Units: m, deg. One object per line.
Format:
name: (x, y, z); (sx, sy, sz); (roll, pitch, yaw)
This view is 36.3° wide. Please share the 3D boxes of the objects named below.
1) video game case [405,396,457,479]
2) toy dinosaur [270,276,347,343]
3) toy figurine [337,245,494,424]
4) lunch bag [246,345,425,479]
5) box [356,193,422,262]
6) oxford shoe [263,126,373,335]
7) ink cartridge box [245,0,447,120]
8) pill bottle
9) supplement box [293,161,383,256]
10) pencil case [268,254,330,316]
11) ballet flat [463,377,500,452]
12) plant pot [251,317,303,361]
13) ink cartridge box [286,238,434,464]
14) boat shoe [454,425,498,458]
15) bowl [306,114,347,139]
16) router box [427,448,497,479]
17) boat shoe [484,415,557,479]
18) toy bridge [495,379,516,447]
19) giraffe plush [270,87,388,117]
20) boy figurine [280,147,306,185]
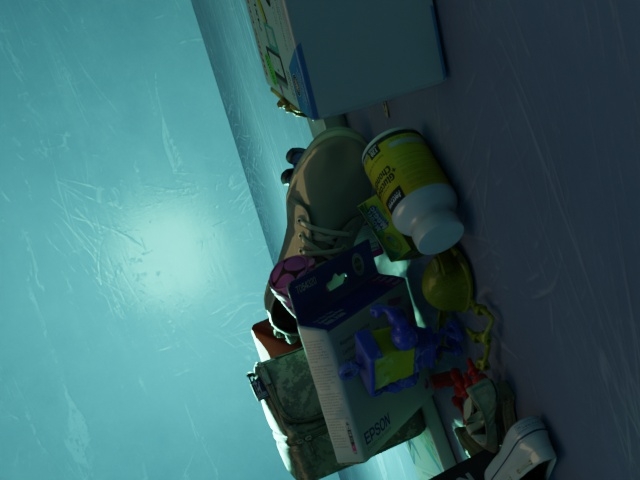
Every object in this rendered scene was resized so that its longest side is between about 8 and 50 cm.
video game case: (0.206, 0.380, 2.123); (0.300, 0.036, 0.329); (137, 114, -79)
toy dinosaur: (-0.006, 0.102, 2.186); (0.218, 0.164, 0.322); (36, 133, 26)
toy figurine: (0.137, 0.189, 1.571); (0.362, 0.217, 0.191); (86, 168, -50)
lunch bag: (0.028, 0.324, 2.001); (0.212, 0.305, 0.256); (143, 106, -79)
box: (0.120, -0.021, 1.535); (0.105, 0.043, 0.179); (59, -158, 10)
oxford shoe: (0.000, 0.000, 1.855); (0.130, 0.169, 0.449); (-101, 27, -60)
ink cartridge box: (0.022, -0.311, 1.361); (0.270, 0.197, 0.198); (-130, 24, -65)
pill bottle: (0.140, -0.072, 1.445); (0.103, 0.103, 0.184); (85, 163, -55)
supplement box: (0.036, -0.064, 1.998); (0.111, 0.114, 0.220); (-145, 38, -72)
pencil case: (-0.004, 0.122, 1.801); (0.209, 0.098, 0.095); (53, -167, -34)
ballet flat: (0.245, 0.274, 1.511); (0.057, 0.052, 0.168); (-124, 18, -48)
plant pot: (0.026, 0.294, 2.376); (0.236, 0.267, 0.267); (3, 112, 67)
ink cartridge box: (0.085, 0.187, 1.770); (0.324, 0.071, 0.330); (-28, -74, -58)
boat shoe: (0.277, 0.365, 1.714); (0.056, 0.048, 0.153); (61, 179, -13)
bowl: (0.009, -0.254, 1.964); (0.142, 0.053, 0.142); (150, 101, -81)
router box: (0.189, 0.512, 1.611); (0.081, 0.309, 0.243); (50, 161, 54)
boat shoe: (0.295, 0.347, 1.437); (0.226, 0.083, 0.076); (85, 164, -51)
toy bridge: (0.287, 0.289, 1.544); (0.188, 0.026, 0.063); (86, 161, -55)
giraffe plush: (0.003, -0.277, 1.607); (0.181, 0.170, 0.210); (147, 104, -80)
boy figurine: (-0.006, -0.118, 2.181); (0.285, 0.092, 0.177); (-130, 50, -56)
